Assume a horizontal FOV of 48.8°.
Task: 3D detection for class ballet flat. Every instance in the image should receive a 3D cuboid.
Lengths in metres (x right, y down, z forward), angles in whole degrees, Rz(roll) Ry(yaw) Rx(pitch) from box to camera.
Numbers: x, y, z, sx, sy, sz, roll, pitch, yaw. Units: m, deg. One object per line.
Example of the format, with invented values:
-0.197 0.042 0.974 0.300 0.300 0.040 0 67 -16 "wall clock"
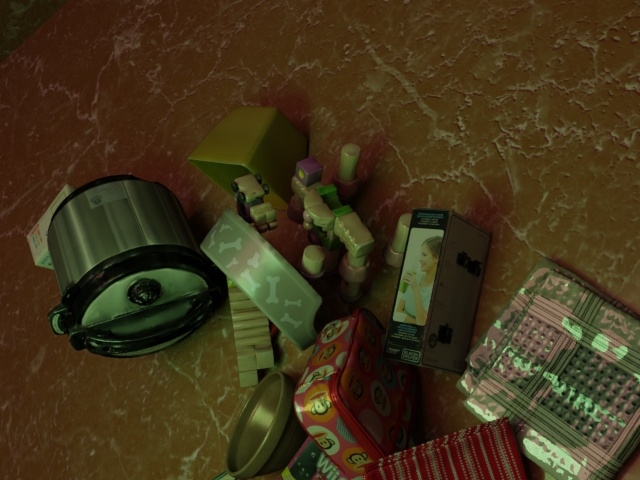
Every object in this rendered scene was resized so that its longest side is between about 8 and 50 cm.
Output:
-0.180 0.526 1.601 0.168 0.057 0.052 -42 81 24 "ballet flat"

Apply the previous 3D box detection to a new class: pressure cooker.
-0.468 0.091 1.758 0.370 0.375 0.420 -44 52 15 "pressure cooker"

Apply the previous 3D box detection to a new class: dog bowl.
-0.110 0.088 1.466 0.102 0.349 0.349 -45 50 -8 "dog bowl"

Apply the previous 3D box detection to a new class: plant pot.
-0.098 0.406 1.499 0.237 0.110 0.237 -52 17 23 "plant pot"
-0.154 -0.214 1.737 0.212 0.212 0.187 11 69 40 "plant pot"

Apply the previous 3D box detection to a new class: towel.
0.219 0.427 1.170 0.275 0.031 0.198 -16 88 -11 "towel"
0.417 0.227 1.216 0.324 0.056 0.312 38 100 41 "towel"

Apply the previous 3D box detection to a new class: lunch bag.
0.085 0.295 1.302 0.120 0.258 0.293 -28 18 27 "lunch bag"

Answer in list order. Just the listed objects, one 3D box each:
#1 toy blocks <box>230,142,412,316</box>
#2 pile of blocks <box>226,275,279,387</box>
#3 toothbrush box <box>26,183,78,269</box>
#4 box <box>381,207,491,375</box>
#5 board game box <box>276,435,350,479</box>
0.000 0.000 1.503 0.288 0.309 0.260 55 153 28 "toy blocks"
-0.158 0.161 1.682 0.113 0.149 0.362 -6 76 -9 "pile of blocks"
-0.633 -0.006 1.981 0.206 0.283 0.122 -48 52 17 "toothbrush box"
0.225 0.098 1.341 0.087 0.169 0.290 6 80 42 "box"
0.027 0.514 1.403 0.224 0.097 0.303 42 102 39 "board game box"
